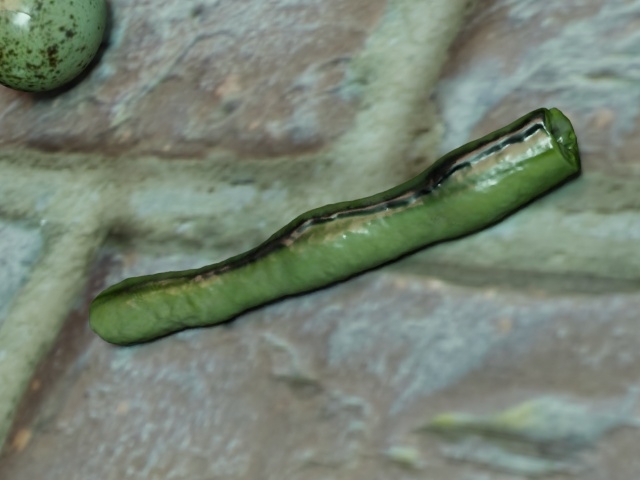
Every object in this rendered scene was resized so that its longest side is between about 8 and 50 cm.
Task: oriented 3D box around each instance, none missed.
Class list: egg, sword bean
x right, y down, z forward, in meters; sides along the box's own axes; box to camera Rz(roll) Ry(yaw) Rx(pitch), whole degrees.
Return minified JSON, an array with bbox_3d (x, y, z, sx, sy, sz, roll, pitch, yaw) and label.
[{"bbox_3d":[-0.177,-0.142,0.936,0.085,0.085,0.110,-14,42,24],"label":"egg"},{"bbox_3d":[-0.001,0.000,0.738,0.269,0.038,0.043,-21,52,20],"label":"sword bean"}]
